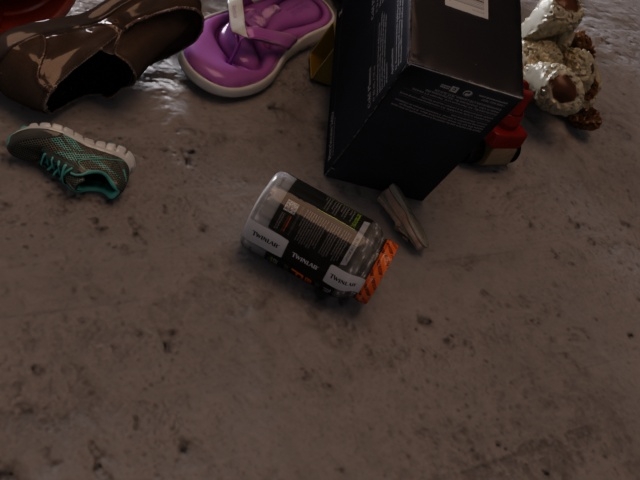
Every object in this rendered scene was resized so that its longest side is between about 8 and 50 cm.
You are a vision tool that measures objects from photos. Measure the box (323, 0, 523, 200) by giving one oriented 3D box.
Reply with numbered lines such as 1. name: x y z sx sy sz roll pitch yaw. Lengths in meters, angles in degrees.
1. box: 0.150 -0.292 1.420 0.179 0.312 0.343 14 62 -17

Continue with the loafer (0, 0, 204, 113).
1. loafer: -0.303 -0.265 1.367 0.366 0.134 0.130 -32 71 -36

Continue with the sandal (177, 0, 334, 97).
1. sandal: -0.104 -0.373 1.601 0.169 0.102 0.416 33 40 7

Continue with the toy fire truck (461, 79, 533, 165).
1. toy fire truck: 0.279 -0.277 1.599 0.158 0.246 0.217 -2 48 -32

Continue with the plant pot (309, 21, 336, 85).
1. plant pot: 0.038 -0.316 1.641 0.083 0.081 0.081 23 38 -23

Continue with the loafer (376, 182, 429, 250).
1. loafer: 0.124 -0.030 1.416 0.045 0.039 0.125 34 27 -51

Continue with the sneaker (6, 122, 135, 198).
1. sneaker: -0.325 -0.100 1.216 0.166 0.065 0.076 12 46 -15

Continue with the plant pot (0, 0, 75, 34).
1. plant pot: -0.480 -0.475 1.396 0.272 0.272 0.265 13 34 -17

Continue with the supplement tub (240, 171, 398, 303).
1. supplement tub: 0.000 0.000 1.244 0.190 0.117 0.117 29 39 3

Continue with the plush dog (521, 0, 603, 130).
1. plush dog: 0.464 -0.325 1.845 0.225 0.210 0.262 19 66 -32
